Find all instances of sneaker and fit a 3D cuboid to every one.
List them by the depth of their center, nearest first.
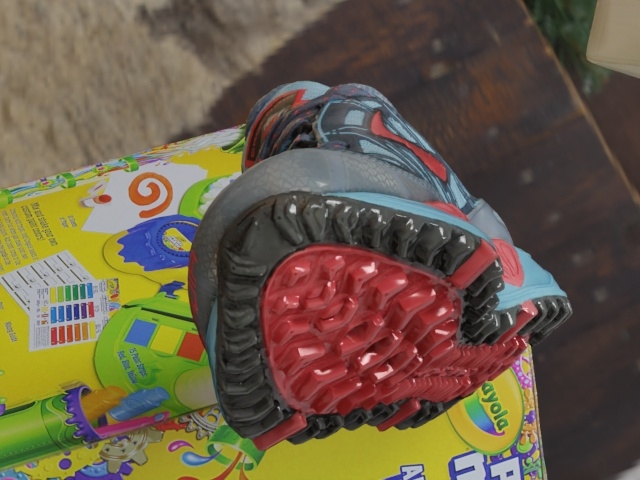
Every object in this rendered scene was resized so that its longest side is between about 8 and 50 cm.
[{"bbox_3d":[0.000,0.000,0.660,0.104,0.125,0.262,-39,163,8],"label":"sneaker"}]

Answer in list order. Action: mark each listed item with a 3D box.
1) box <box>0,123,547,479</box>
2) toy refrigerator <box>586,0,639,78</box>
[{"bbox_3d":[-0.072,0.086,0.928,0.279,0.290,0.177,-16,116,-12],"label":"box"},{"bbox_3d":[0.290,-0.118,1.092,0.269,0.102,0.094,11,92,-40],"label":"toy refrigerator"}]
